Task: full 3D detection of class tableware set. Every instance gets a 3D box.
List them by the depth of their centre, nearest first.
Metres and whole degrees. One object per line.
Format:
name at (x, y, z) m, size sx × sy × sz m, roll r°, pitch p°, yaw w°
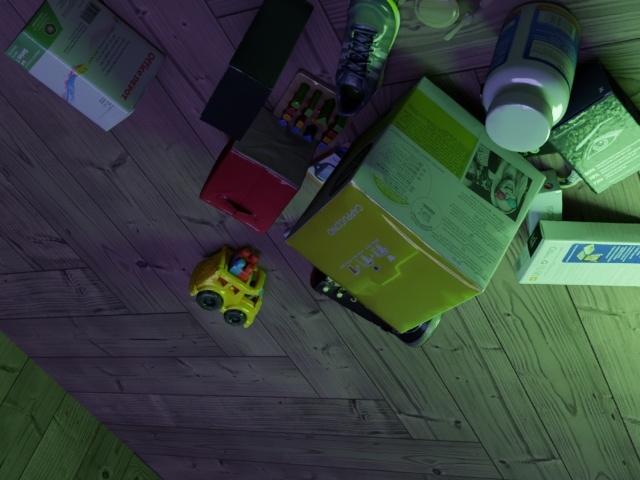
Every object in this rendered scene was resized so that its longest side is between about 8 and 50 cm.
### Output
tableware set at (0.250, -0.467, 1.657) m, size 0.128 × 0.039 × 0.194 m, roll 33°, pitch 142°, yaw -17°

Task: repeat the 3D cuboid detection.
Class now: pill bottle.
pill bottle at (0.377, -0.291, 1.618) m, size 0.152 × 0.272 × 0.152 m, roll 14°, pitch 143°, yaw 11°

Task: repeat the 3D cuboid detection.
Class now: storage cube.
storage cube at (-0.142, -0.170, 2.097) m, size 0.183 × 0.215 × 0.193 m, roll 31°, pitch 136°, yaw -11°

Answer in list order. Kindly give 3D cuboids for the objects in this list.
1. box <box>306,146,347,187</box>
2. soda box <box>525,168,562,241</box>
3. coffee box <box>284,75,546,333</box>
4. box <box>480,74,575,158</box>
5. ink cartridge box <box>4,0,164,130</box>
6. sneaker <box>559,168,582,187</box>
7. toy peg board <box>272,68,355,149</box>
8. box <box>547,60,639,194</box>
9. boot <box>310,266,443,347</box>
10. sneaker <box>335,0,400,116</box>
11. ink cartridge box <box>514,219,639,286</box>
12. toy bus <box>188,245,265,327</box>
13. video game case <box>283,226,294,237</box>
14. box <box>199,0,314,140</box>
box at (0.031, -0.173, 2.153) m, size 0.081 × 0.028 × 0.136 m, roll 40°, pitch 142°, yaw -22°
soda box at (0.498, -0.056, 2.012) m, size 0.074 × 0.069 × 0.216 m, roll -10°, pitch 137°, yaw 7°
coffee box at (0.190, -0.063, 1.883) m, size 0.338 × 0.334 × 0.337 m, roll 39°, pitch 149°, yaw -7°
box at (0.435, -0.253, 1.811) m, size 0.184 × 0.045 × 0.191 m, roll -7°, pitch 135°, yaw 23°
ink cartridge box at (-0.514, -0.409, 1.982) m, size 0.278 × 0.201 × 0.117 m, roll 39°, pitch 141°, yaw -23°
sneaker at (0.546, -0.142, 1.932) m, size 0.083 × 0.032 × 0.037 m, roll -26°, pitch 111°, yaw 38°
toy peg board at (-0.018, -0.273, 2.008) m, size 0.161 × 0.079 × 0.160 m, roll 29°, pitch 143°, yaw -9°
box at (0.533, -0.213, 1.726) m, size 0.153 × 0.108 × 0.207 m, roll -33°, pitch 126°, yaw 26°
boot at (0.138, 0.142, 2.311) m, size 0.284 × 0.138 × 0.377 m, roll 30°, pitch 177°, yaw -13°
sneaker at (0.087, -0.368, 1.796) m, size 0.111 × 0.121 × 0.300 m, roll 15°, pitch 143°, yaw 9°
ink cartridge box at (0.640, 0.033, 2.019) m, size 0.371 × 0.069 × 0.176 m, roll 4°, pitch 144°, yaw -8°
toy bus at (-0.232, 0.117, 2.580) m, size 0.220 × 0.149 × 0.211 m, roll 36°, pitch 126°, yaw -22°
video game case at (0.000, 0.000, 2.395) m, size 0.143 × 0.019 × 0.157 m, roll 41°, pitch 140°, yaw -23°
box at (-0.127, -0.357, 1.800) m, size 0.103 × 0.261 × 0.184 m, roll 28°, pitch 144°, yaw -8°
